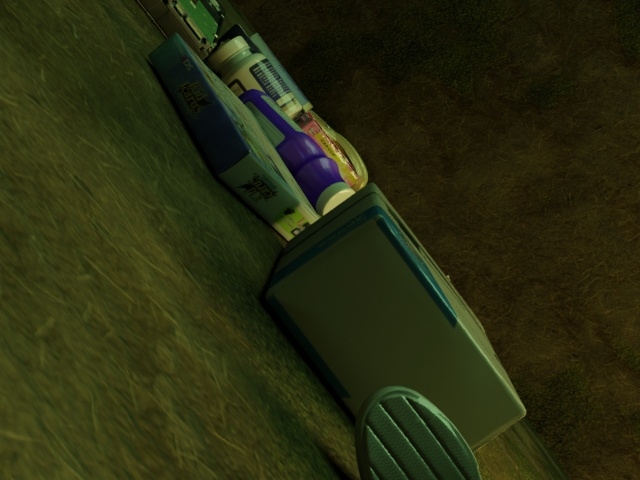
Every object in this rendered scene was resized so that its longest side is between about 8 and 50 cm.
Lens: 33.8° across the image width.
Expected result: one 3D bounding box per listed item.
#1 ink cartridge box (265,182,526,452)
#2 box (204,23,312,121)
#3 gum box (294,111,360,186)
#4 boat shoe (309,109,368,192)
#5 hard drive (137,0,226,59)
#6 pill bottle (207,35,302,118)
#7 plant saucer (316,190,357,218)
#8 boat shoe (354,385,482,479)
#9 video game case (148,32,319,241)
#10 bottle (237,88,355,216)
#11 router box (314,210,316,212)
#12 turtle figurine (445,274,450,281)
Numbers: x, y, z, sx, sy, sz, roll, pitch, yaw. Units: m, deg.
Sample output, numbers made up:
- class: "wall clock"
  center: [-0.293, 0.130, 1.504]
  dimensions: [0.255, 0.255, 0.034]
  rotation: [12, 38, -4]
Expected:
- class: "ink cartridge box"
  center: [0.089, 0.096, 1.338]
  dimensions: [0.285, 0.166, 0.395]
  rotation: [53, 6, -6]
- class: "box"
  center: [-0.130, -0.326, 2.144]
  dimensions: [0.225, 0.136, 0.036]
  rotation: [52, 44, -7]
- class: "gum box"
  center: [-0.015, -0.174, 2.236]
  dimensions: [0.188, 0.107, 0.062]
  rotation: [50, 8, -28]
- class: "boat shoe"
  center: [-0.033, -0.231, 2.414]
  dimensions: [0.341, 0.121, 0.110]
  rotation: [45, 9, 12]
- class: "hard drive"
  center: [-0.281, -0.475, 1.995]
  dimensions: [0.237, 0.064, 0.339]
  rotation: [51, 13, -21]
- class: "pill bottle"
  center: [-0.132, -0.301, 2.058]
  dimensions: [0.186, 0.112, 0.112]
  rotation: [54, 7, -3]
- class: "plant saucer"
  center: [0.085, -0.002, 2.001]
  dimensions: [0.241, 0.037, 0.241]
  rotation: [25, 34, -18]
- class: "boat shoe"
  center: [0.117, 0.274, 1.012]
  dimensions: [0.302, 0.109, 0.094]
  rotation: [62, -9, -6]
- class: "video game case"
  center: [-0.124, -0.146, 1.555]
  dimensions: [0.269, 0.061, 0.244]
  rotation: [58, 7, 34]
- class: "bottle"
  center: [-0.048, -0.137, 1.734]
  dimensions: [0.283, 0.092, 0.118]
  rotation: [47, -2, 34]
- class: "router box"
  center: [-0.011, -0.093, 1.899]
  dimensions: [0.179, 0.046, 0.133]
  rotation: [42, 9, 32]
- class: "turtle figurine"
  center: [0.167, 0.089, 2.099]
  dimensions: [0.234, 0.118, 0.175]
  rotation: [43, 19, -5]
